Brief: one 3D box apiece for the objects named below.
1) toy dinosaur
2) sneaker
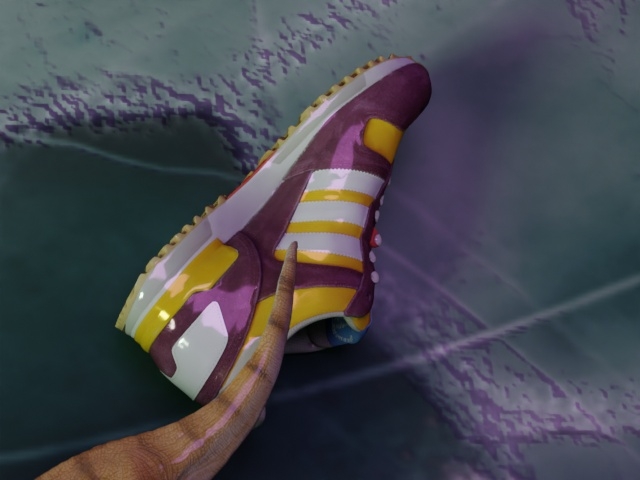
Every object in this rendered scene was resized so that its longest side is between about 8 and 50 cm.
[{"bbox_3d":[-0.067,0.096,0.664,0.211,0.064,0.112,-30,86,-10],"label":"toy dinosaur"},{"bbox_3d":[0.000,0.000,0.766,0.084,0.069,0.185,43,66,4],"label":"sneaker"}]
